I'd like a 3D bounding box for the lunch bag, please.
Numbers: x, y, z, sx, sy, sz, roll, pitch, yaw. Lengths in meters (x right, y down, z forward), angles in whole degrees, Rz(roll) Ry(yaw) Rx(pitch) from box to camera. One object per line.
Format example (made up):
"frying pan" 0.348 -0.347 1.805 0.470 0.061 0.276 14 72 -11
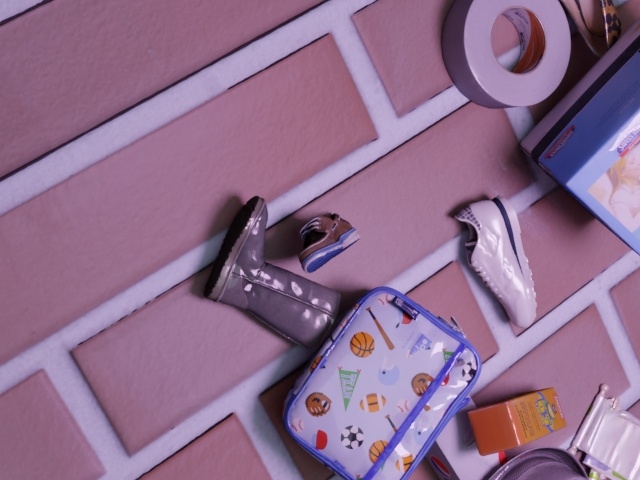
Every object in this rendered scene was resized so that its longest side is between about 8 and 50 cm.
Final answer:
"lunch bag" 0.102 0.232 1.717 0.243 0.115 0.303 38 84 0

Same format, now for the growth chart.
"growth chart" 0.564 0.400 2.017 0.237 0.021 0.172 38 77 -9

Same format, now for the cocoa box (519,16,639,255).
"cocoa box" 0.556 -0.185 1.830 0.231 0.228 0.347 39 101 -22

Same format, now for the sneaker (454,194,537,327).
"sneaker" 0.300 0.044 1.871 0.095 0.090 0.235 -20 97 -11

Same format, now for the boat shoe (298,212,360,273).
"boat shoe" 0.000 0.000 1.687 0.066 0.183 0.066 -40 86 20

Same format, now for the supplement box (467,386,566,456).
"supplement box" 0.329 0.297 1.824 0.233 0.080 0.078 1 70 -61

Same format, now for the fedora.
"fedora" 0.368 0.476 1.791 0.244 0.124 0.275 47 74 -21

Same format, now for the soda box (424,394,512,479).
"soda box" 0.259 0.388 1.853 0.098 0.091 0.286 -38 108 -20

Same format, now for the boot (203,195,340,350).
"boot" -0.056 0.052 1.692 0.208 0.076 0.190 24 95 -19

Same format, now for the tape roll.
"tape roll" 0.315 -0.334 1.857 0.219 0.072 0.219 -2 94 -26

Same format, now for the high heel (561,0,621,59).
"high heel" 0.426 -0.421 1.851 0.261 0.093 0.186 17 64 -44
